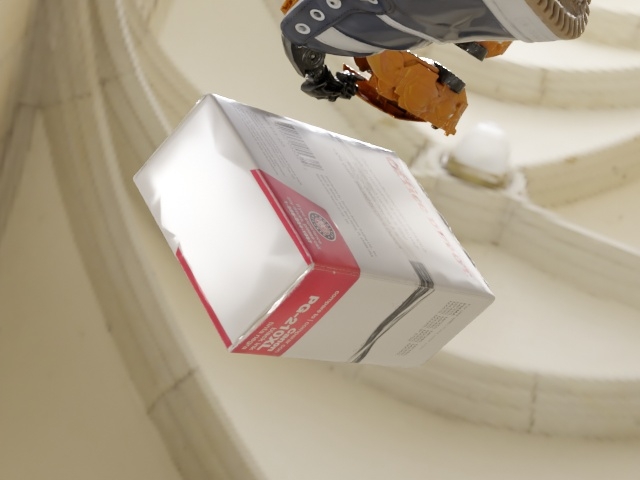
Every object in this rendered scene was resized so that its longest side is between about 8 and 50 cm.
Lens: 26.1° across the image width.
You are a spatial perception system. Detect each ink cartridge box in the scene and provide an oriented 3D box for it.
[{"bbox_3d":[0.000,0.000,1.055,0.237,0.100,0.172,12,-141,-51],"label":"ink cartridge box"}]

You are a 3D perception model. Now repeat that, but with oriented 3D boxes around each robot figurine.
[{"bbox_3d":[0.076,-0.218,1.386,0.291,0.211,0.085,24,-167,-47],"label":"robot figurine"}]

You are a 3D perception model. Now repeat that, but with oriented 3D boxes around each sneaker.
[{"bbox_3d":[0.020,-0.176,0.697,0.153,0.099,0.282,-1,158,31],"label":"sneaker"}]
